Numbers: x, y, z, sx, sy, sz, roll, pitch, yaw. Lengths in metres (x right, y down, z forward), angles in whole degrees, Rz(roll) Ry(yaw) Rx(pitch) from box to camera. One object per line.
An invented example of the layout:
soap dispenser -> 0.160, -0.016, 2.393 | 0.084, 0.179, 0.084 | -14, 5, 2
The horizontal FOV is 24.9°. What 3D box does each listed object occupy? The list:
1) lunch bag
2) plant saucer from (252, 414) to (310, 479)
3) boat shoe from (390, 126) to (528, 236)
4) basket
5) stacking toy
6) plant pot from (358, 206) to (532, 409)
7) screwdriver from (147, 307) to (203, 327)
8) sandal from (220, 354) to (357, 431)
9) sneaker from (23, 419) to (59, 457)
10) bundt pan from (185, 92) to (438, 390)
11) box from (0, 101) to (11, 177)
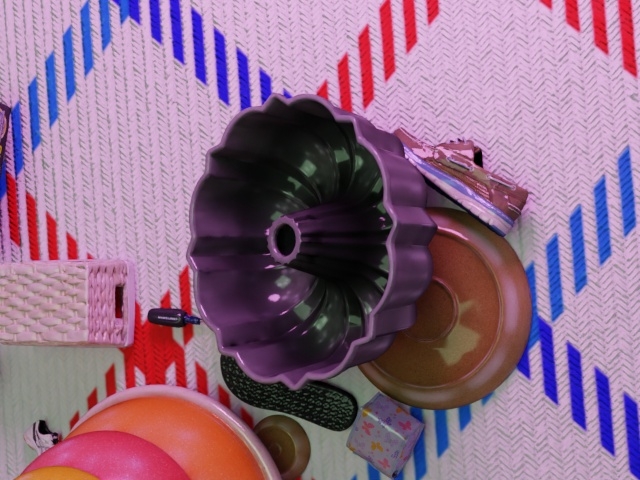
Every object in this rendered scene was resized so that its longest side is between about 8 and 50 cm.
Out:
lunch bag -> 0.072, 0.229, 1.677 | 0.071, 0.053, 0.083 | 33, 128, 20
plant saucer -> -0.053, 0.253, 1.753 | 0.083, 0.015, 0.083 | 0, 89, 24
boat shoe -> 0.157, -0.080, 1.641 | 0.183, 0.066, 0.066 | 39, 89, 20
basket -> -0.330, 0.080, 1.827 | 0.167, 0.103, 0.113 | -1, 88, 25
stacking toy -> -0.278, 0.353, 1.595 | 0.351, 0.480, 0.350 | 0, 91, 27
plant pot -> 0.125, 0.079, 1.666 | 0.236, 0.032, 0.236 | 0, 90, 25
screwdriver -> -0.136, 0.102, 1.788 | 0.170, 0.024, 0.025 | 8, 64, 22
sandal -> -0.039, 0.177, 1.739 | 0.179, 0.040, 0.067 | 23, 105, 8
sneaker -> -0.349, 0.267, 1.874 | 0.083, 0.032, 0.037 | 44, 107, 17
bundt pan -> 0.000, 0.000, 1.638 | 0.331, 0.124, 0.330 | 0, 90, 43
box -> -0.543, -0.078, 1.881 | 0.270, 0.060, 0.216 | 2, 78, 22
